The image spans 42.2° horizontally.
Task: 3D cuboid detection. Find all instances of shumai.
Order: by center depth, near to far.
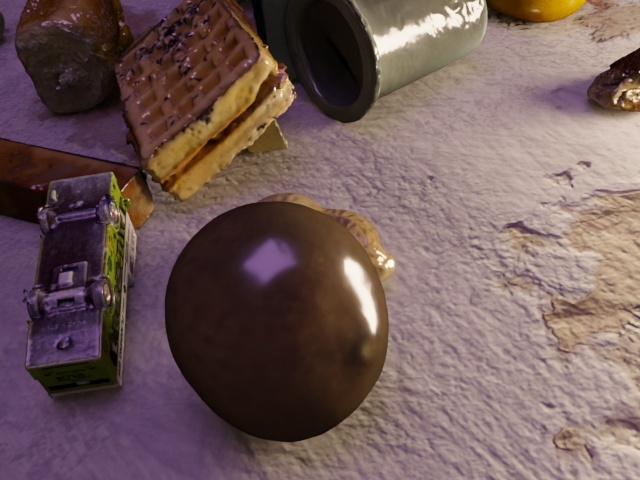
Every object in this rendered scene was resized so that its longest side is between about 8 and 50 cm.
[{"bbox_3d":[0.502,-0.265,1.323,0.139,0.105,0.123,-8,31,-38],"label":"shumai"}]

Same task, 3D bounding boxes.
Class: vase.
[{"bbox_3d":[0.124,-0.358,1.393,0.291,0.245,0.245,-27,45,-25],"label":"vase"}]

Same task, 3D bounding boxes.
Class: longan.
[{"bbox_3d":[-0.045,0.084,0.919,0.258,0.258,0.258,-5,42,5],"label":"longan"}]

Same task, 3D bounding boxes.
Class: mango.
[{"bbox_3d":[0.396,-0.478,1.549,0.151,0.120,0.221,-39,42,-27],"label":"mango"}]

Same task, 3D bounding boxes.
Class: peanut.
[{"bbox_3d":[0.000,-0.001,1.123,0.228,0.086,0.104,18,58,25],"label":"peanut"}]

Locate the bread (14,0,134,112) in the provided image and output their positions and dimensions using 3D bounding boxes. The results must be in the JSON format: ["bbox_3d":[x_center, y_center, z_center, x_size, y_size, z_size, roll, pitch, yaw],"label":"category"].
[{"bbox_3d":[-0.438,-0.360,1.519,0.176,0.195,0.246,-11,43,8],"label":"bread"}]

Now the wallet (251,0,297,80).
[{"bbox_3d":[-0.002,-0.430,1.444,0.251,0.290,0.054,-26,48,-20],"label":"wallet"}]

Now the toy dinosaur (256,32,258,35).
[{"bbox_3d":[-0.115,-0.310,1.518,0.188,0.075,0.247,30,49,24],"label":"toy dinosaur"}]

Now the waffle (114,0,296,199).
[{"bbox_3d":[-0.198,-0.263,1.340,0.261,0.114,0.376,-42,38,12],"label":"waffle"}]

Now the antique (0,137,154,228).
[{"bbox_3d":[-0.410,-0.081,1.285,0.310,0.087,0.093,13,48,22],"label":"antique"}]

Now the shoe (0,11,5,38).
[{"bbox_3d":[-0.748,-0.423,1.683,0.128,0.140,0.262,-4,35,21],"label":"shoe"}]

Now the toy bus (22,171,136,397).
[{"bbox_3d":[-0.307,0.058,1.082,0.113,0.139,0.302,-9,50,2],"label":"toy bus"}]

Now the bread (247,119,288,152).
[{"bbox_3d":[-0.085,-0.200,1.359,0.080,0.084,0.109,-7,41,23],"label":"bread"}]
